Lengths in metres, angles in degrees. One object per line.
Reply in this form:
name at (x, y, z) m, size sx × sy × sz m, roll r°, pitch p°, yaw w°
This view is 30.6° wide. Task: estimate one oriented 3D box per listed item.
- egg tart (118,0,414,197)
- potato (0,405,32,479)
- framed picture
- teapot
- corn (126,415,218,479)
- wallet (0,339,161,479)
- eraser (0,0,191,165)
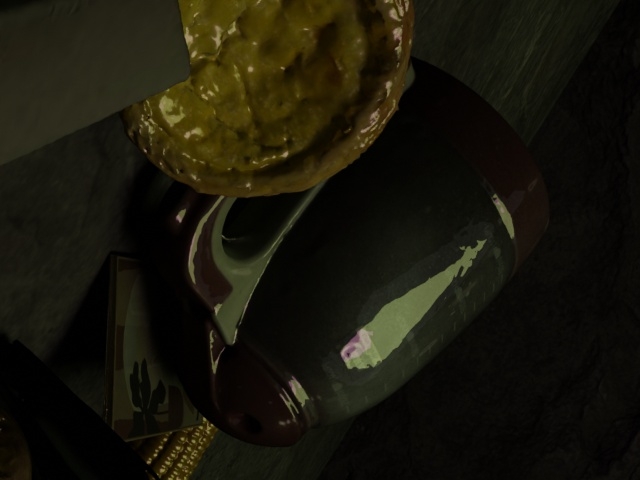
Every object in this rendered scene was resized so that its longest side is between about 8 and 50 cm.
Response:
egg tart at (-0.036, -0.118, 0.678) m, size 0.074 × 0.191 × 0.191 m, roll -103°, pitch -145°, yaw -58°
potato at (-0.235, 0.145, 0.675) m, size 0.172 × 0.100 × 0.089 m, roll -37°, pitch 152°, yaw -46°
framed picture at (-0.127, 0.086, 0.931) m, size 0.201 × 0.010 × 0.136 m, roll 22°, pitch 69°, yaw -76°
teapot at (0.000, 0.000, 0.930) m, size 0.312 × 0.233 × 0.315 m, roll -47°, pitch 139°, yaw -25°
corn at (-0.153, 0.188, 1.060) m, size 0.260 × 0.091 × 0.091 m, roll -58°, pitch 151°, yaw -6°
wallet at (-0.155, 0.197, 0.854) m, size 0.045 × 0.172 × 0.318 m, roll -40°, pitch 153°, yaw -23°
eraser at (-0.170, -0.062, 0.379) m, size 0.352 × 0.111 × 0.077 m, roll -38°, pitch 159°, yaw -53°
